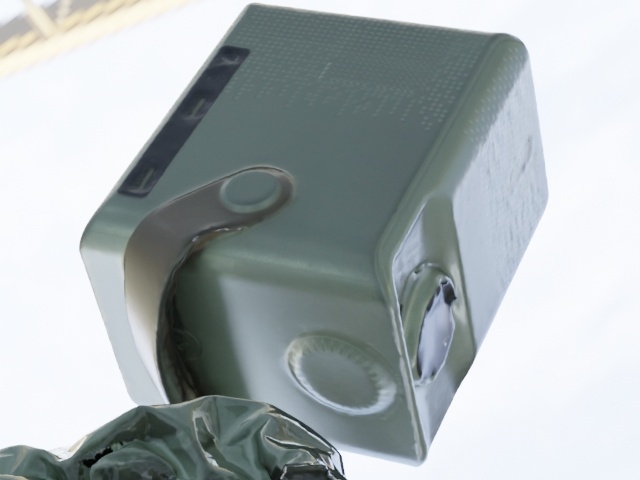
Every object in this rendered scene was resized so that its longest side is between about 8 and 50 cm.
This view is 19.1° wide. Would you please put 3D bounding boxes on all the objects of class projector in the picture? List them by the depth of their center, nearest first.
[{"bbox_3d":[0.000,0.000,1.005,0.177,0.163,0.242,10,-135,25],"label":"projector"}]

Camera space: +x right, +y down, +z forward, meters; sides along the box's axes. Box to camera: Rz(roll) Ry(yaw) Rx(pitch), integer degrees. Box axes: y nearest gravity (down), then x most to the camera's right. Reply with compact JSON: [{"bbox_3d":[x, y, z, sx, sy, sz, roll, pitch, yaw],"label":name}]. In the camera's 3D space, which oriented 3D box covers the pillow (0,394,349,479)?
[{"bbox_3d":[-0.117,0.177,0.849,0.283,0.310,0.138,-16,-110,-7],"label":"pillow"}]
